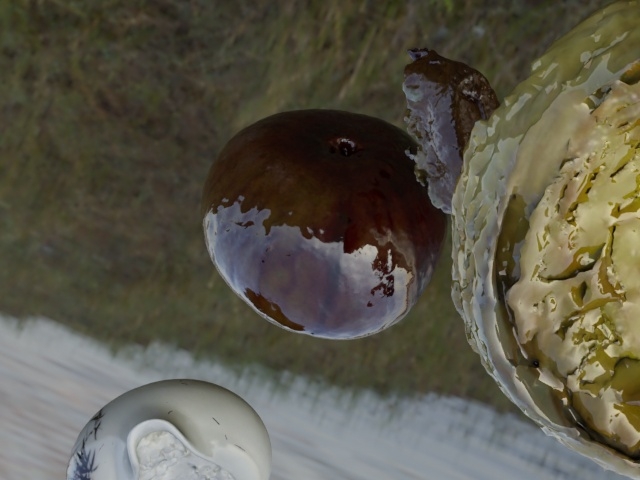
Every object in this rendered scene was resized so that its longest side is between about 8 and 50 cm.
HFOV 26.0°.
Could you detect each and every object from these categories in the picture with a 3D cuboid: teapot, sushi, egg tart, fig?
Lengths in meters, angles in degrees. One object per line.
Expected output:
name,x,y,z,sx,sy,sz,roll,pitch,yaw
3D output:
teapot,-0.142,0.253,1.409,0.166,0.208,0.300,41,156,55
sushi,0.080,-0.059,0.826,0.061,0.118,0.060,-13,-171,-38
egg tart,0.204,-0.008,0.661,0.290,0.291,0.107,19,-154,12
fig,0.006,-0.013,1.284,0.235,0.235,0.214,8,116,40
